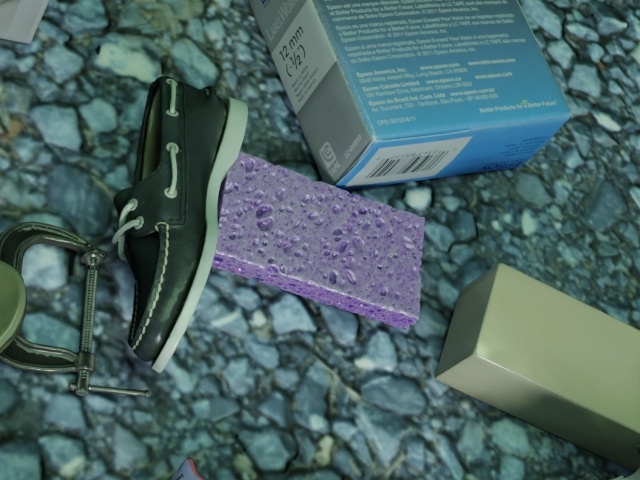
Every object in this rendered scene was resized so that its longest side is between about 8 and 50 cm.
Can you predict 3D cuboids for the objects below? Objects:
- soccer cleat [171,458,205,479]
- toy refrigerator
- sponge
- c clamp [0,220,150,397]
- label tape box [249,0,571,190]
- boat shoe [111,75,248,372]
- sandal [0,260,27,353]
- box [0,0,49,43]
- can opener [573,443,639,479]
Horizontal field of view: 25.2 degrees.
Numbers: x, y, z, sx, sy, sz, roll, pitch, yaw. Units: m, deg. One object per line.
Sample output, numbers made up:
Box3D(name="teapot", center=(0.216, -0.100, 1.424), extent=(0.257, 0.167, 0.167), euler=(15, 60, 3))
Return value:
Box3D(name="soccer cleat", center=(-0.016, 0.256, 1.172), extent=(0.248, 0.083, 0.095), euler=(21, 51, -12))
Box3D(name="toy refrigerator", center=(0.253, 0.133, 1.370), extent=(0.269, 0.094, 0.102), euler=(25, 62, -12))
Box3D(name="sponge", center=(0.000, 0.000, 1.353), extent=(0.210, 0.031, 0.117), euler=(19, 56, -16))
Box3D(name="c clamp", center=(-0.216, 0.058, 1.219), extent=(0.137, 0.022, 0.161), euler=(4, 63, -19))
Box3D(name="label tape box", center=(0.071, -0.233, 1.476), extent=(0.249, 0.115, 0.348), euler=(-9, 65, -31))
Box3D(name="boat shoe", center=(-0.138, -0.021, 1.252), extent=(0.091, 0.114, 0.302), euler=(22, 43, -15))
Box3D(name="sandal", center=(-0.375, 0.041, 1.103), extent=(0.303, 0.086, 0.120), euler=(8, 60, -23))
Box3D(name="box", center=(-0.326, -0.310, 1.221), extent=(0.231, 0.262, 0.127), euler=(9, 60, -24))
Box3D(name="can opener", center=(0.248, 0.249, 1.260), extent=(0.280, 0.074, 0.093), euler=(-26, 95, -15))
